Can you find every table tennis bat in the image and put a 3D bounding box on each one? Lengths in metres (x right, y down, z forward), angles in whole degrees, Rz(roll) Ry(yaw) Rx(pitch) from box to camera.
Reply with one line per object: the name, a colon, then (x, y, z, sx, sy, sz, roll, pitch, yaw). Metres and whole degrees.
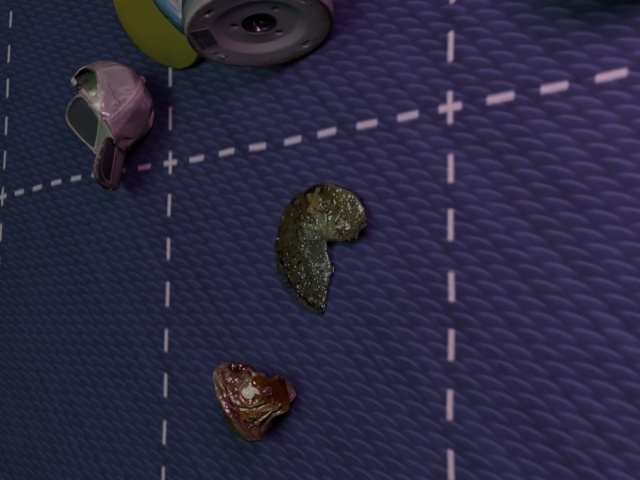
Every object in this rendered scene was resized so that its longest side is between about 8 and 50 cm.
table tennis bat: (-0.259, -0.418, 1.846, 0.368, 0.054, 0.224, 19, 138, 33)

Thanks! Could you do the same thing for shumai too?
shumai: (-0.103, 0.264, 1.645, 0.116, 0.145, 0.146, -28, 65, 16)

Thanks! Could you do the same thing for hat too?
hat: (-0.421, -0.233, 1.985, 0.232, 0.161, 0.275, -121, 31, -45)

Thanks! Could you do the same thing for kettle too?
kettle: (-0.155, -0.495, 1.637, 0.319, 0.247, 0.342, -8, 71, 0)

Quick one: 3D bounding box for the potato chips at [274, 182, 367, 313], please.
potato chips: (-0.003, 0.000, 1.616, 0.220, 0.029, 0.202, -47, 53, 34)
